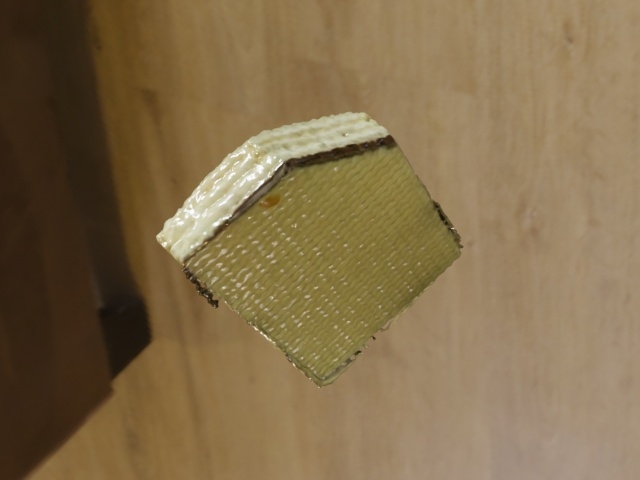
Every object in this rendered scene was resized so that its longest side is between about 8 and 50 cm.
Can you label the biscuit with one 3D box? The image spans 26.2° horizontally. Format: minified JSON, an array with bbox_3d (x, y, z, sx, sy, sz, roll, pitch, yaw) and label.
[{"bbox_3d":[0.000,0.000,0.880,0.052,0.150,0.252,44,179,29],"label":"biscuit"}]
